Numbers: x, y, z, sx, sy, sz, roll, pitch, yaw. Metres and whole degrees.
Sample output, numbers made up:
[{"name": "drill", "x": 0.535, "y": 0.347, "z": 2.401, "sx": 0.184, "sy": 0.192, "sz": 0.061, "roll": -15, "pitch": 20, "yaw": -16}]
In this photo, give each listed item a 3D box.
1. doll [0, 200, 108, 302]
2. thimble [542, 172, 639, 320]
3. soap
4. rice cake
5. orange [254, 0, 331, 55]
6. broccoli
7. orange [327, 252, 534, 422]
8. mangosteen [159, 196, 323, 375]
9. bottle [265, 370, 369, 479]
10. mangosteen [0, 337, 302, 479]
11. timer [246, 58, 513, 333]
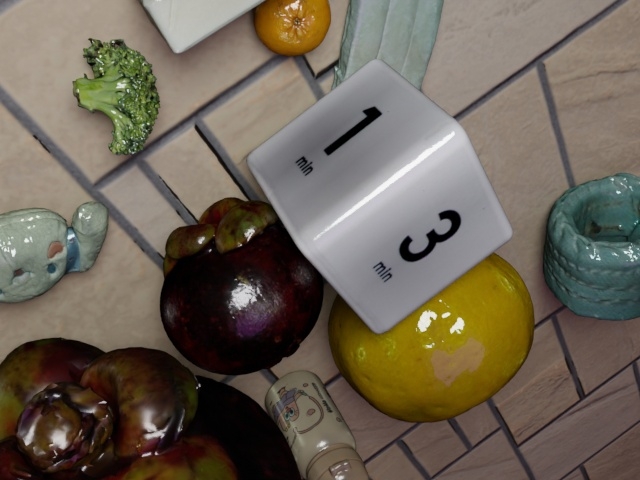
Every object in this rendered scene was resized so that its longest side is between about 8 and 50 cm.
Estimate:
[{"name": "doll", "x": -0.327, "y": 0.018, "z": 0.711, "sx": 0.214, "sy": 0.071, "sz": 0.103, "roll": -26, "pitch": 142, "yaw": -21}, {"name": "thimble", "x": 0.453, "y": 0.002, "z": 1.023, "sx": 0.235, "sy": 0.198, "sz": 0.143, "roll": -46, "pitch": 138, "yaw": -37}, {"name": "soap", "x": -0.085, "y": -0.259, "z": 0.616, "sx": 0.183, "sy": 0.121, "sz": 0.063, "roll": -33, "pitch": 129, "yaw": -2}, {"name": "rice cake", "x": 0.084, "y": -0.269, "z": 0.750, "sx": 0.124, "sy": 0.038, "sz": 0.211, "roll": -8, "pitch": 124, "yaw": -22}, {"name": "orange", "x": -0.028, "y": -0.234, "z": 0.695, "sx": 0.083, "sy": 0.070, "sz": 0.083, "roll": -10, "pitch": 124, "yaw": -16}, {"name": "broccoli", "x": -0.203, "y": -0.140, "z": 0.657, "sx": 0.092, "sy": 0.095, "sz": 0.097, "roll": -11, "pitch": 134, "yaw": -36}, {"name": "orange", "x": 0.145, "y": 0.108, "z": 0.894, "sx": 0.279, "sy": 0.279, "sz": 0.235, "roll": -25, "pitch": 96, "yaw": -10}, {"name": "mangosteen", "x": -0.097, "y": 0.057, "z": 0.781, "sx": 0.210, "sy": 0.210, "sz": 0.209, "roll": -13, "pitch": 126, "yaw": -19}, {"name": "bottle", "x": -0.003, "y": 0.297, "z": 0.970, "sx": 0.097, "sy": 0.209, "sz": 0.110, "roll": -20, "pitch": 128, "yaw": -14}, {"name": "mangosteen", "x": -0.225, "y": 0.314, "z": 0.767, "sx": 0.381, "sy": 0.381, "sz": 0.421, "roll": -43, "pitch": 123, "yaw": 4}, {"name": "timer", "x": 0.064, "y": -0.049, "z": 0.741, "sx": 0.195, "sy": 0.194, "sz": 0.192, "roll": -38, "pitch": 133, "yaw": 2}]
